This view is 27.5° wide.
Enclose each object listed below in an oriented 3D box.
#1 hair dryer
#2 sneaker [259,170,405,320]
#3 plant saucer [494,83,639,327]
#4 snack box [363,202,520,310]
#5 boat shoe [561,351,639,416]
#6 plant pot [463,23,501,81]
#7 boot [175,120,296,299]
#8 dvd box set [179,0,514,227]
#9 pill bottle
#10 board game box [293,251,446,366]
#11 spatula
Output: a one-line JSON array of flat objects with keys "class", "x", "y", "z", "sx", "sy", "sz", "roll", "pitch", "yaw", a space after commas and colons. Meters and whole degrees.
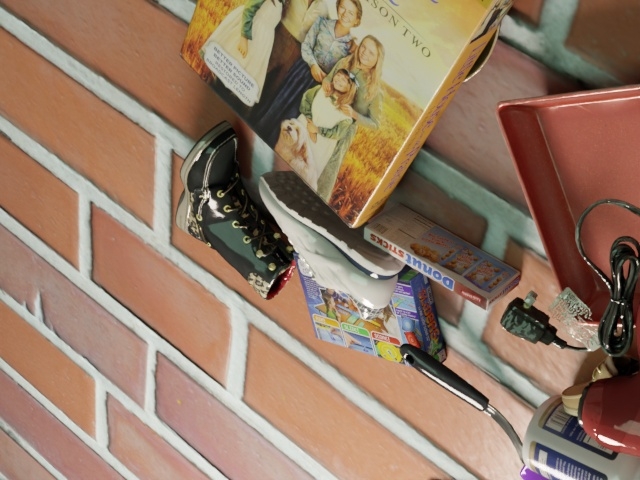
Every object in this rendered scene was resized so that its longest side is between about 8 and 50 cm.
[{"class": "hair dryer", "x": 0.318, "y": 0.121, "z": 1.273, "sx": 0.293, "sy": 0.080, "sz": 0.223, "roll": 43, "pitch": 138, "yaw": 7}, {"class": "sneaker", "x": 0.000, "y": 0.000, "z": 1.590, "sx": 0.235, "sy": 0.090, "sz": 0.094, "roll": 43, "pitch": 133, "yaw": 31}, {"class": "plant saucer", "x": 0.316, "y": -0.036, "z": 1.259, "sx": 0.258, "sy": 0.048, "sz": 0.259, "roll": -2, "pitch": 118, "yaw": 49}, {"class": "snack box", "x": 0.137, "y": 0.016, "z": 1.490, "sx": 0.178, "sy": 0.064, "sz": 0.022, "roll": 31, "pitch": 137, "yaw": 29}, {"class": "boat shoe", "x": 0.323, "y": 0.146, "z": 1.391, "sx": 0.170, "sy": 0.063, "sz": 0.059, "roll": -20, "pitch": 100, "yaw": 44}, {"class": "plant pot", "x": 0.095, "y": -0.269, "z": 1.333, "sx": 0.236, "sy": 0.032, "sz": 0.236, "roll": 30, "pitch": 138, "yaw": 31}, {"class": "boot", "x": -0.099, "y": -0.036, "z": 1.705, "sx": 0.178, "sy": 0.085, "sz": 0.236, "roll": 42, "pitch": 149, "yaw": 13}, {"class": "dvd box set", "x": 0.016, "y": -0.236, "z": 1.369, "sx": 0.307, "sy": 0.062, "sz": 0.420, "roll": 46, "pitch": 144, "yaw": 10}, {"class": "pill bottle", "x": 0.317, "y": 0.243, "z": 1.443, "sx": 0.169, "sy": 0.094, "sz": 0.094, "roll": 22, "pitch": 134, "yaw": 37}, {"class": "board game box", "x": 0.061, "y": 0.082, "z": 1.657, "sx": 0.201, "sy": 0.035, "sz": 0.136, "roll": 14, "pitch": 128, "yaw": 42}, {"class": "spatula", "x": 0.213, "y": 0.220, "z": 1.574, "sx": 0.296, "sy": 0.030, "sz": 0.084, "roll": 40, "pitch": 143, "yaw": 10}]
